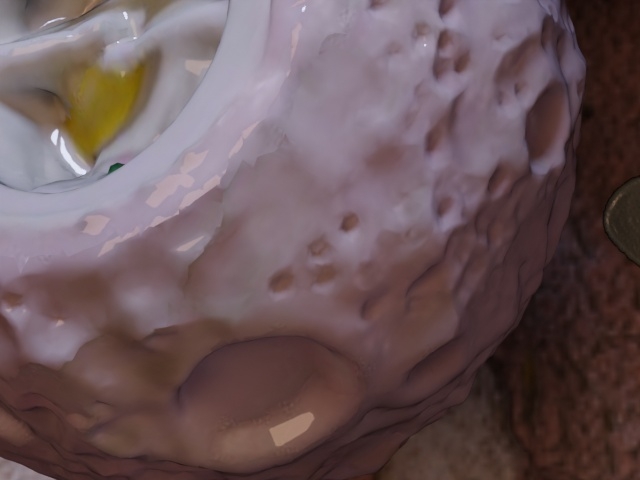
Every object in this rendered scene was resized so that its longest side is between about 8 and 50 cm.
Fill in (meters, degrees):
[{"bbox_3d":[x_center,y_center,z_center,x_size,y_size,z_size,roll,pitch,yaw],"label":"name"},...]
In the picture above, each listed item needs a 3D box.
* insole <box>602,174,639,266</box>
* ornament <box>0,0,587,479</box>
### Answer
[{"bbox_3d":[0.189,0.010,0.645,0.153,0.002,0.053,27,91,22],"label":"insole"},{"bbox_3d":[-0.037,-0.036,0.533,0.259,0.225,0.259,-5,74,20],"label":"ornament"}]
